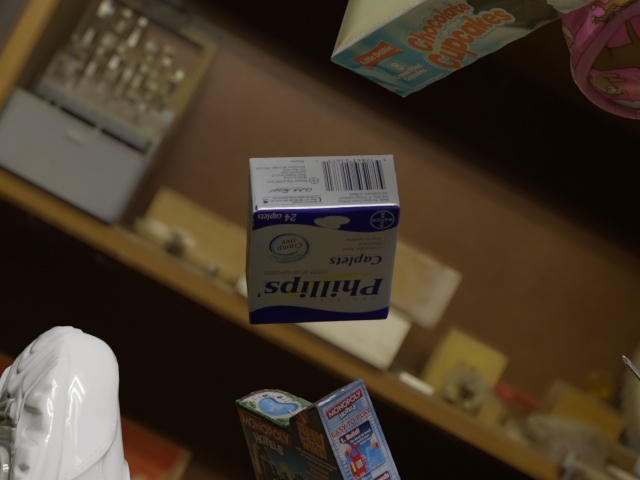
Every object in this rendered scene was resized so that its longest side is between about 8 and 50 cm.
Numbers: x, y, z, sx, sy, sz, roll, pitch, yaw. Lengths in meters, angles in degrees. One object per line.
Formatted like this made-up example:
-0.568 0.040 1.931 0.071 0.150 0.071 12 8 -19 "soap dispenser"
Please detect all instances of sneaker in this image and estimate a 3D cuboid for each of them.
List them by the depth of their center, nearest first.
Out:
-0.089 0.152 0.759 0.115 0.232 0.090 3 -2 -27 "sneaker"

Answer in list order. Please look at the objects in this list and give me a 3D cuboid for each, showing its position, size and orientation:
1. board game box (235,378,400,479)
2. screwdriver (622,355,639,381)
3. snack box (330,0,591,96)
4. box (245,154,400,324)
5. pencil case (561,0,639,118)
0.006 0.209 1.762 0.194 0.060 0.194 22 -48 48 "board game box"
0.280 0.147 1.452 0.170 0.024 0.025 45 -35 -21 "screwdriver"
0.122 -0.206 0.970 0.060 0.187 0.322 24 -20 -21 "snack box"
0.000 0.000 1.583 0.126 0.137 0.072 -2 44 -5 "box"
0.227 -0.272 1.339 0.167 0.386 0.160 8 -33 -23 "pencil case"
